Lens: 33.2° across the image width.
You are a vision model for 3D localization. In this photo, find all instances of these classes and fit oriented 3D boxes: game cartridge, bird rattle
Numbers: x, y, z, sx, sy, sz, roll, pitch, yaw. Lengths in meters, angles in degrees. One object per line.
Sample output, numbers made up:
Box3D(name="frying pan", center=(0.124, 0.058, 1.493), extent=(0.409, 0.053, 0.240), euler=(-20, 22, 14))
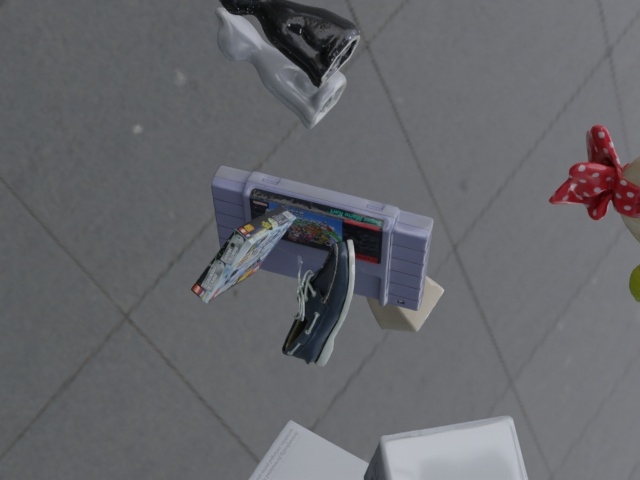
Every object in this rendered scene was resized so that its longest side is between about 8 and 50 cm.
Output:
Box3D(name="game cartridge", center=(0.000, 0.000, 1.741), extent=(0.230, 0.355, 0.068), euler=(86, 21, -60))
Box3D(name="bird rattle", center=(0.407, -0.038, 1.252), extent=(0.143, 0.207, 0.253), euler=(-33, 94, -29))

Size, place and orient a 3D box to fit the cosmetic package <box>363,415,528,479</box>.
Box3D(name="cosmetic package", center=(0.172, 0.451, 1.198), extent=(0.162, 0.453, 0.230), euler=(-8, 156, -6))

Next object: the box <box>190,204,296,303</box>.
Box3D(name="box", center=(-0.086, 0.014, 1.222), extent=(0.094, 0.027, 0.137), euler=(-52, 173, 22))

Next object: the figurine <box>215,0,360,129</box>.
Box3D(name="figurine", center=(-0.062, -0.270, 1.444), extent=(0.092, 0.209, 0.215), euler=(-51, 173, -18))

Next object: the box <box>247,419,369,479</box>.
Box3D(name="box", center=(-0.011, 0.373, 1.434), extent=(0.181, 0.182, 0.119), euler=(-53, 159, -29))

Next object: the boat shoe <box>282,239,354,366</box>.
Box3D(name="boat shoe", center=(-0.003, 0.095, 1.649), extent=(0.254, 0.079, 0.095), euler=(108, -10, -47))

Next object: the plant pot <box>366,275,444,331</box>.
Box3D(name="plant pot", center=(0.150, 0.102, 2.062), extent=(0.096, 0.109, 0.109), euler=(48, 63, -25))
